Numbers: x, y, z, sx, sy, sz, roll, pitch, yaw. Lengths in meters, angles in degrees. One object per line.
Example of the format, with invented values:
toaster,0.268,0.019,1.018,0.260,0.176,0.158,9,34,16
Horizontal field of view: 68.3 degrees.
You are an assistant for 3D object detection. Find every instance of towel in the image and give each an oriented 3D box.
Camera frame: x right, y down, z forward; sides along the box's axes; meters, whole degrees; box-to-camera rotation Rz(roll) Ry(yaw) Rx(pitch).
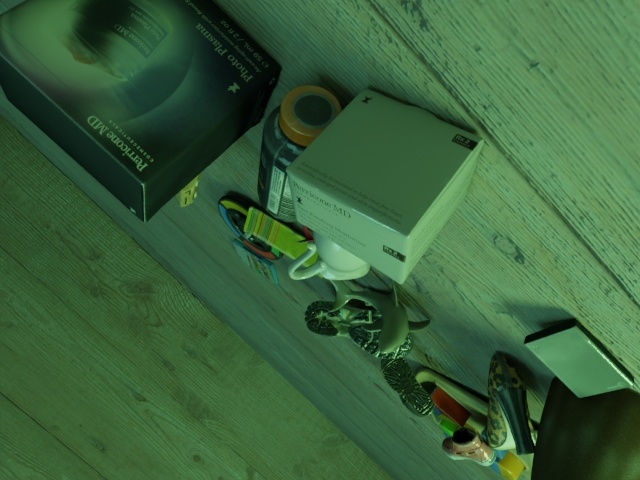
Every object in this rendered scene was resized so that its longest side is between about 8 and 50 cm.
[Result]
towel,-0.082,0.005,1.158,0.237,0.021,0.102,31,146,5

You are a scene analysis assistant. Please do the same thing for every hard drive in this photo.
hard drive,0.408,0.189,0.749,0.135,0.022,0.094,43,137,-5

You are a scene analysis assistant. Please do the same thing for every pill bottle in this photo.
pill bottle,-0.031,-0.135,0.758,0.130,0.130,0.246,38,156,6

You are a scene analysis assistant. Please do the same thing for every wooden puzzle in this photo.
wooden puzzle,0.421,0.509,1.244,0.347,0.080,0.322,19,148,41

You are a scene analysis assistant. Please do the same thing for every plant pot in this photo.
plant pot,0.452,0.384,0.791,0.215,0.230,0.215,33,155,18

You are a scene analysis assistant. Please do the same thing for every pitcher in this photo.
pitcher,0.024,0.012,0.879,0.207,0.177,0.126,97,153,-65

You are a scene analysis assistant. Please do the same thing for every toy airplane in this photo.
toy airplane,0.000,0.000,1.059,0.151,0.028,0.151,29,136,32

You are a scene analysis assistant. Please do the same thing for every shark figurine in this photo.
shark figurine,0.132,0.131,1.052,0.278,0.166,0.116,37,137,57

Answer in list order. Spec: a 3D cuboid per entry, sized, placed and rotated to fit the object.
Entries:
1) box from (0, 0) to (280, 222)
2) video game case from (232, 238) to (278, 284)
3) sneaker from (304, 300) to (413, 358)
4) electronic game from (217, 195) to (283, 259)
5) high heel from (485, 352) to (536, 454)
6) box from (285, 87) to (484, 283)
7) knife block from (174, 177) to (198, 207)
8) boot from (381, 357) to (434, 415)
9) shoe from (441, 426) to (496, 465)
box,-0.275,-0.244,0.735,0.296,0.294,0.182,42,157,-4
video game case,-0.210,0.069,1.530,0.166,0.015,0.119,32,154,22
sneaker,0.108,0.215,1.221,0.282,0.110,0.122,18,-175,18
electronic game,-0.189,-0.032,1.282,0.229,0.048,0.229,33,155,18
high heel,0.387,0.342,1.001,0.261,0.093,0.187,67,-167,-69
box,0.082,-0.076,0.619,0.180,0.182,0.119,31,155,23
knife block,-0.340,-0.229,0.944,0.241,0.276,0.088,14,160,-12
boot,0.228,0.387,1.251,0.190,0.076,0.208,56,180,17
shoe,0.352,0.506,1.188,0.081,0.063,0.178,49,154,-7
